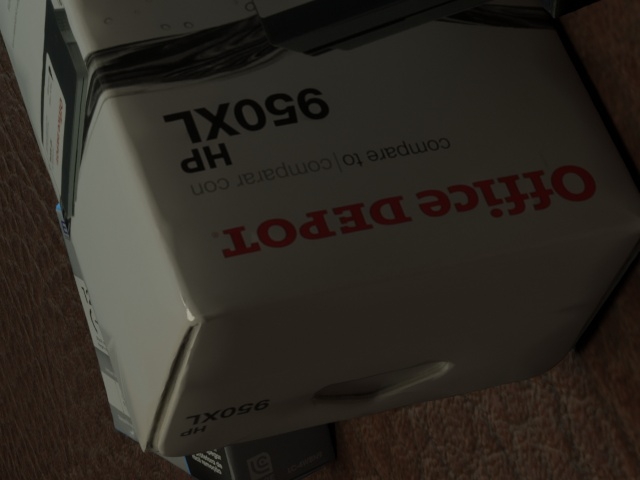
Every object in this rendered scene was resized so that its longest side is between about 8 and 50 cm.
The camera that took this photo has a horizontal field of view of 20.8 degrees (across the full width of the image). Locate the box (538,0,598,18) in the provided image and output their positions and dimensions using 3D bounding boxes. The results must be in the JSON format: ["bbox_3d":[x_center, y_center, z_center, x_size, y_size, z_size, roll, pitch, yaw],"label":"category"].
[{"bbox_3d":[0.081,-0.316,0.907,0.293,0.073,0.295,85,158,-48],"label":"box"}]

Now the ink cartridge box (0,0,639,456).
[{"bbox_3d":[-0.020,-0.100,1.058,0.166,0.285,0.395,112,141,-55],"label":"ink cartridge box"}]

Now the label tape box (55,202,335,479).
[{"bbox_3d":[-0.127,0.030,1.542,0.249,0.115,0.348,20,130,56],"label":"label tape box"}]
